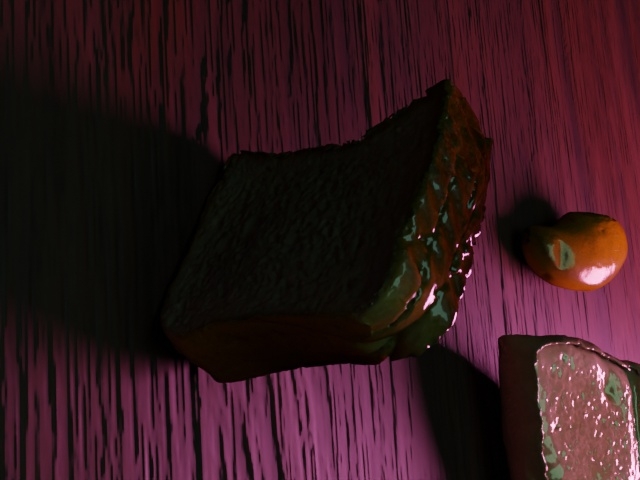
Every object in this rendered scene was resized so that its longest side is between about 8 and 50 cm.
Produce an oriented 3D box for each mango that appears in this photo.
[{"bbox_3d":[0.305,0.012,1.103,0.190,0.075,0.098,-8,71,-47],"label":"mango"}]

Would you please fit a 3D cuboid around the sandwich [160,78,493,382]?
[{"bbox_3d":[0.000,0.000,0.626,0.065,0.215,0.186,45,51,-34],"label":"sandwich"}]

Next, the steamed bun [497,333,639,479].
[{"bbox_3d":[0.267,0.203,0.975,0.213,0.110,0.231,-4,86,-34],"label":"steamed bun"}]
